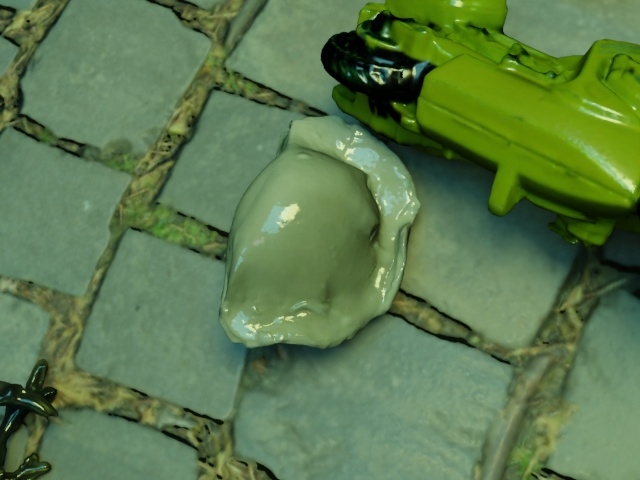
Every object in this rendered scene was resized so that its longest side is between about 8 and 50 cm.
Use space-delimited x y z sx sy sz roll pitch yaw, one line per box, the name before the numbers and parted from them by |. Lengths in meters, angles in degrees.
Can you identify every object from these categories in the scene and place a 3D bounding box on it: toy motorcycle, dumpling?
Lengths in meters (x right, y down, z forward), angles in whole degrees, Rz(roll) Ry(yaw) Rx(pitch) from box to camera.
toy motorcycle | 0.166 -0.081 0.593 0.342 0.206 0.142 33 117 31
dumpling | 0.000 0.000 0.655 0.127 0.108 0.188 26 66 -4

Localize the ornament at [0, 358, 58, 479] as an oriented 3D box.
ornament | -0.310 0.156 0.708 0.236 0.080 0.202 -36 70 6
